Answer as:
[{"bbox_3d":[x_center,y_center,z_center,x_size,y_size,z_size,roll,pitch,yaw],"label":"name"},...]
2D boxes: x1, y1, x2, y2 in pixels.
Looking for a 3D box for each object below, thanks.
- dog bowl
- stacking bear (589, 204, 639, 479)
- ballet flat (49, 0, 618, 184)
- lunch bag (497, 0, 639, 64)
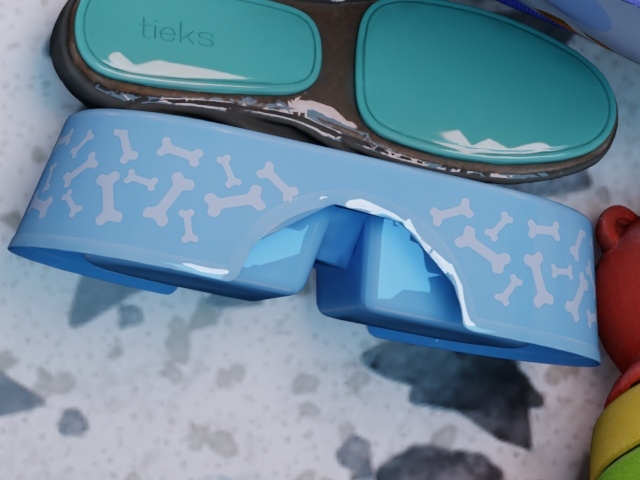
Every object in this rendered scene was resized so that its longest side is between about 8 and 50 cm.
[{"bbox_3d":[0.000,0.000,0.942,0.297,0.166,0.074,11,84,-13],"label":"dog bowl"},{"bbox_3d":[0.208,0.108,0.957,0.175,0.164,0.289,10,55,-24],"label":"stacking bear"},{"bbox_3d":[0.005,-0.078,0.962,0.280,0.096,0.095,11,71,-6],"label":"ballet flat"},{"bbox_3d":[0.240,-0.214,0.842,0.385,0.239,0.328,25,94,4],"label":"lunch bag"}]
